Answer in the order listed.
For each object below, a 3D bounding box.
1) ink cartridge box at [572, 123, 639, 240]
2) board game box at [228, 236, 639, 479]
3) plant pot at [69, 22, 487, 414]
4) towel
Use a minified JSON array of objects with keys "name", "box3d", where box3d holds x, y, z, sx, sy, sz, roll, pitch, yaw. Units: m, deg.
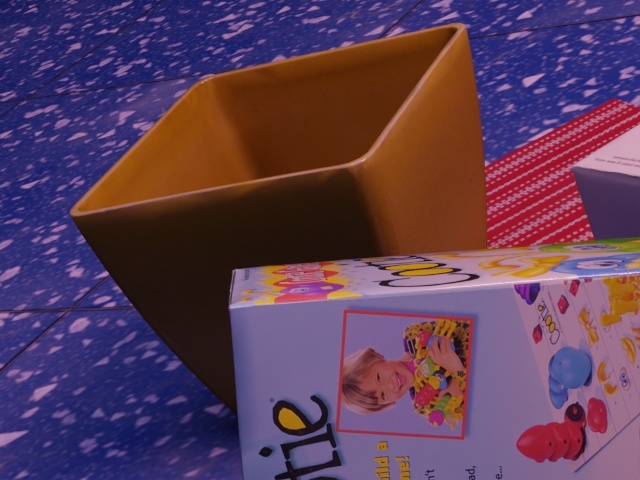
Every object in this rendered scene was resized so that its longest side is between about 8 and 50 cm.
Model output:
[{"name":"ink cartridge box","box3d":[0.265,-0.021,1.023,0.203,0.148,0.086,-30,22,-23]},{"name":"board game box","box3d":[0.100,0.078,0.820,0.275,0.144,0.142,-4,6,-2]},{"name":"plant pot","box3d":[0.000,0.000,1.159,0.212,0.187,0.212,-9,24,28]},{"name":"towel","box3d":[0.196,-0.026,1.253,0.199,0.031,0.275,-28,21,-10]}]
